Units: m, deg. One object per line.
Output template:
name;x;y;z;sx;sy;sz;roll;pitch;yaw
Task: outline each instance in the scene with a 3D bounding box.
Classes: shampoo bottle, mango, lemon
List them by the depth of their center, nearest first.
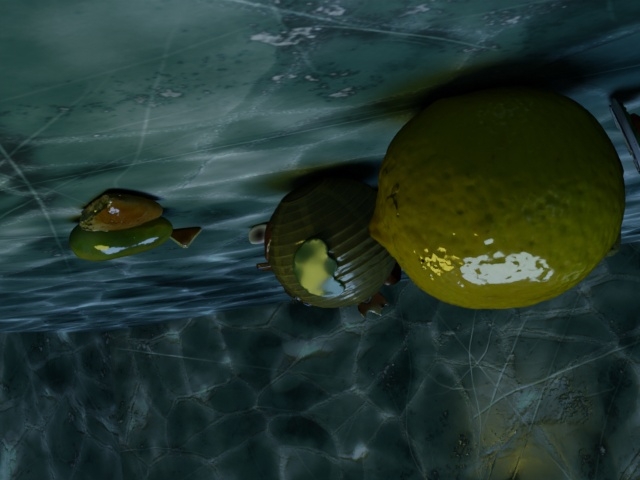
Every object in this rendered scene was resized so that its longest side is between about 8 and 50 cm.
lemon;0.241;-0.058;1.172;0.336;0.336;0.336;-8;171;-1
mango;-0.381;-0.005;1.640;0.191;0.086;0.122;-4;167;-20
shampoo bottle;-0.107;-0.013;1.968;0.072;0.043;0.099;-15;169;39

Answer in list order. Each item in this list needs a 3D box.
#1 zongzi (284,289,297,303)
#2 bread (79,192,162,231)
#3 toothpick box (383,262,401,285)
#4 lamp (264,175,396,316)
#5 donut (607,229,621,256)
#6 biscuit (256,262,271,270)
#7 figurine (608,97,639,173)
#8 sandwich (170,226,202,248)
zongzi;-0.066;0.095;2.521;0.247;0.111;0.241;-20;155;36
bread;-0.339;-0.048;1.516;0.136;0.054;0.154;-5;174;-38
toothpick box;0.196;-0.025;1.719;0.294;0.192;0.192;-17;169;17
lamp;0.036;0.021;1.561;0.250;0.284;0.250;-30;-163;10
donut;0.578;0.011;2.014;0.272;0.107;0.272;-10;172;-1
biscuit;-0.145;0.080;2.620;0.130;0.019;0.119;1;167;-44
figurine;0.524;-0.183;1.278;0.153;0.132;0.132;-24;166;18
sandwich;-0.295;-0.005;1.864;0.083;0.044;0.031;-9;167;-11
